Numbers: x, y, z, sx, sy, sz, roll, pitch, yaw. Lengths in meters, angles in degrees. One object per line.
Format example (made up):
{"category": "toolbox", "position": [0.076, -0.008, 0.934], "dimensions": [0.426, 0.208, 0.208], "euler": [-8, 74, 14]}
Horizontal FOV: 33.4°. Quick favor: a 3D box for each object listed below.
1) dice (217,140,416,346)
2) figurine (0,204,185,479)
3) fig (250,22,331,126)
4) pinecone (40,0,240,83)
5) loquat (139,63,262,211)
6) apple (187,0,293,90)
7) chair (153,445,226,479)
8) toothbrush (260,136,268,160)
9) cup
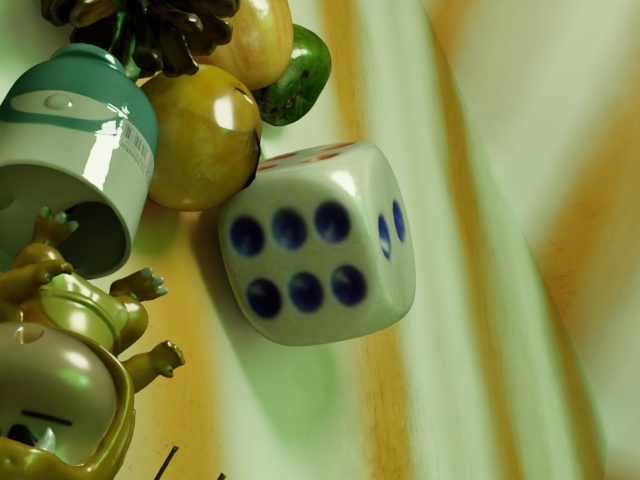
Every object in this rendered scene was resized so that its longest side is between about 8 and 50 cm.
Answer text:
{"category": "dice", "position": [0.000, 0.000, 1.865], "dimensions": [0.304, 0.276, 0.304], "euler": [-40, 119, -69]}
{"category": "figurine", "position": [-0.301, 0.184, 1.199], "dimensions": [0.401, 0.268, 0.387], "euler": [55, 26, -38]}
{"category": "fig", "position": [-0.100, -0.362, 2.127], "dimensions": [0.235, 0.203, 0.203], "euler": [45, 17, 23]}
{"category": "pinecone", "position": [-0.255, -0.402, 1.566], "dimensions": [0.384, 0.384, 0.384], "euler": [43, 37, -44]}
{"category": "loquat", "position": [-0.202, -0.158, 1.672], "dimensions": [0.235, 0.235, 0.235], "euler": [43, 37, -44]}
{"category": "apple", "position": [-0.164, -0.384, 1.927], "dimensions": [0.242, 0.242, 0.241], "euler": [-30, 105, -64]}
{"category": "chair", "position": [-0.205, 0.447, 1.354], "dimensions": [0.326, 0.170, 0.160], "euler": [-55, 142, -6]}
{"category": "toothbrush", "position": [-0.100, -0.113, 2.081], "dimensions": [0.026, 0.022, 0.263], "euler": [-11, 82, -50]}
{"category": "cup", "position": [-0.328, -0.074, 1.392], "dimensions": [0.290, 0.219, 0.258], "euler": [96, 2, -49]}
